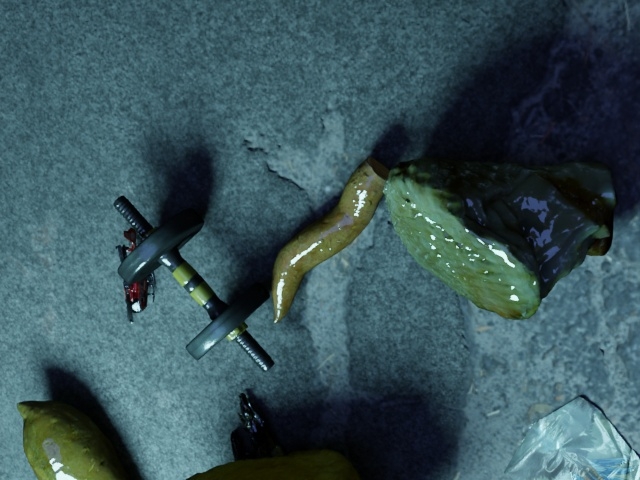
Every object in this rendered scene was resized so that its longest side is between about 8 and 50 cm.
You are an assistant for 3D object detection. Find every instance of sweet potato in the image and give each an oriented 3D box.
[{"bbox_3d":[0.000,0.000,1.281,0.067,0.059,0.281,36,118,-14],"label":"sweet potato"},{"bbox_3d":[-0.361,0.429,1.517,0.130,0.130,0.422,-22,106,24],"label":"sweet potato"}]

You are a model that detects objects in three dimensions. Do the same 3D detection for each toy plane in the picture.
[{"bbox_3d":[-0.284,0.053,1.401,0.037,0.060,0.145,-2,91,20],"label":"toy plane"}]

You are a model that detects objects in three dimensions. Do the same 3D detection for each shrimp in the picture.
[{"bbox_3d":[-0.107,0.316,1.432,0.091,0.034,0.161,-19,101,24],"label":"shrimp"}]

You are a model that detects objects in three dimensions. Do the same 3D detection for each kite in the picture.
[{"bbox_3d":[0.417,0.350,1.265,0.310,0.015,0.169,34,114,7],"label":"kite"}]

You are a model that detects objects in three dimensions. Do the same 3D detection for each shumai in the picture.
[{"bbox_3d":[0.223,-0.041,1.156,0.272,0.222,0.203,38,71,21],"label":"shumai"}]

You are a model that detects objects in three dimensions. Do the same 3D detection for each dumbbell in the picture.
[{"bbox_3d":[-0.181,0.062,1.319,0.143,0.143,0.325,-42,90,26],"label":"dumbbell"}]

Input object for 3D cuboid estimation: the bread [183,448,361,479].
[{"bbox_3d":[-0.091,0.431,1.301,0.358,0.337,0.204,-15,94,17],"label":"bread"}]
